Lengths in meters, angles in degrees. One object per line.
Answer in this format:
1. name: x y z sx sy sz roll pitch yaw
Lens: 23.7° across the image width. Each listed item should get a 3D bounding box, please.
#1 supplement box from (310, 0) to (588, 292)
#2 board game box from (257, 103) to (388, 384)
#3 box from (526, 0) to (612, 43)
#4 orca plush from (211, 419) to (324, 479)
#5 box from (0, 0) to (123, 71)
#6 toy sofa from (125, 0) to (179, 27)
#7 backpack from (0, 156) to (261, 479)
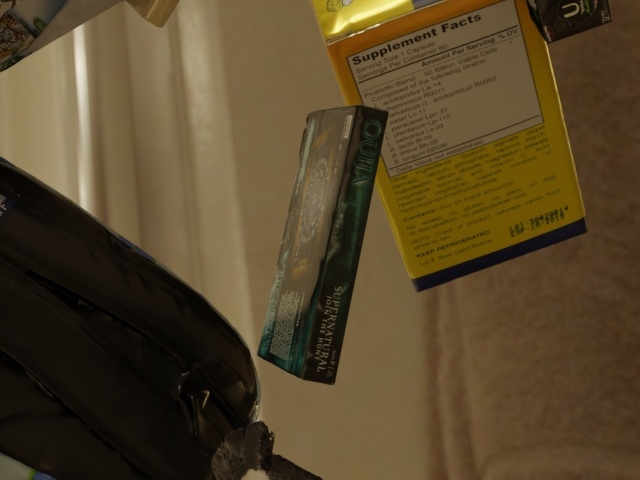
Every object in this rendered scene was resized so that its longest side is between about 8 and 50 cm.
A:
1. supplement box: 0.121 -0.154 1.513 0.194 0.195 0.356 -19 -45 3
2. board game box: 0.000 0.000 1.061 0.026 0.186 0.126 12 0 -16
3. box: 0.205 -0.222 1.296 0.062 0.052 0.083 -20 -54 2
4. orca plush: 0.039 0.226 0.843 0.102 0.287 0.151 -14 -33 -53
5. box: -0.213 -0.165 0.808 0.159 0.044 0.233 -30 -26 -2
6. toy sofa: -0.223 -0.298 1.231 0.363 0.177 0.150 19 -70 -51
7. backpack: -0.218 0.101 1.127 0.356 0.290 0.273 20 -51 -1
